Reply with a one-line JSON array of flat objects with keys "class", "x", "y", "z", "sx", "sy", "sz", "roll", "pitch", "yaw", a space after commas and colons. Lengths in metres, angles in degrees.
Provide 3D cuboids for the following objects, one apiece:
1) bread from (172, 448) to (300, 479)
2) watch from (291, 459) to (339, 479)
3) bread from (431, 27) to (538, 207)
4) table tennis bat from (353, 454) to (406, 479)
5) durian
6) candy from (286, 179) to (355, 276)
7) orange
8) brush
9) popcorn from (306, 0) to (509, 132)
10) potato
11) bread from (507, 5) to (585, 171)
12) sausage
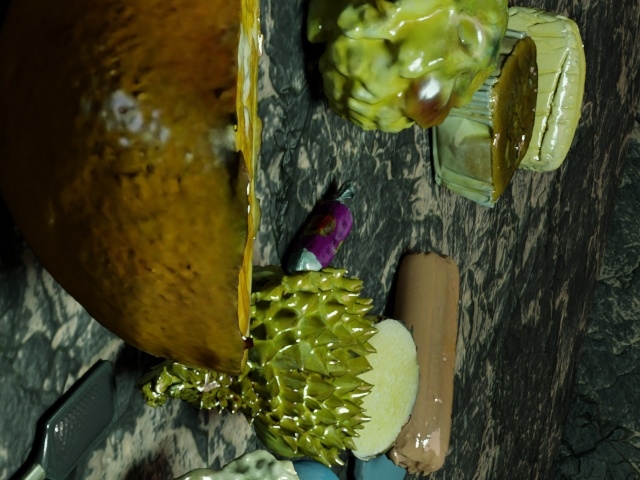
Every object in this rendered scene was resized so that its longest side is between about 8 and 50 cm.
[{"class": "bread", "x": -0.088, "y": 0.359, "z": 0.971, "sx": 0.315, "sy": 0.211, "sz": 0.270, "roll": -39, "pitch": 149, "yaw": -45}, {"class": "watch", "x": 0.032, "y": 0.342, "z": 1.321, "sx": 0.193, "sy": 0.211, "sz": 0.211, "roll": 9, "pitch": 92, "yaw": -51}, {"class": "bread", "x": 0.224, "y": -0.170, "z": 1.651, "sx": 0.192, "sy": 0.109, "sz": 0.210, "roll": -55, "pitch": 149, "yaw": -43}, {"class": "table tennis bat", "x": 0.080, "y": 0.281, "z": 1.614, "sx": 0.215, "sy": 0.044, "sz": 0.329, "roll": 70, "pitch": 35, "yaw": -54}, {"class": "durian", "x": -0.041, "y": 0.102, "z": 1.062, "sx": 0.306, "sy": 0.166, "sz": 0.172, "roll": 12, "pitch": 86, "yaw": -68}, {"class": "candy", "x": 0.000, "y": 0.000, "z": 1.273, "sx": 0.043, "sy": 0.045, "sz": 0.175, "roll": 51, "pitch": 47, "yaw": -20}, {"class": "orange", "x": -0.079, "y": -0.077, "z": 0.763, "sx": 0.310, "sy": 0.274, "sz": 0.274, "roll": 59, "pitch": 20, "yaw": 11}, {"class": "brush", "x": -0.197, "y": 0.160, "z": 0.892, "sx": 0.193, "sy": 0.016, "sz": 0.063, "roll": -50, "pitch": 143, "yaw": -52}, {"class": "popcorn", "x": 0.086, "y": -0.211, "z": 1.207, "sx": 0.218, "sy": 0.169, "sz": 0.189, "roll": -53, "pitch": 145, "yaw": -13}, {"class": "potato", "x": 0.042, "y": 0.159, "z": 1.408, "sx": 0.164, "sy": 0.081, "sz": 0.200, "roll": -59, "pitch": 150, "yaw": -22}, {"class": "bread", "x": 0.310, "y": -0.219, "z": 1.800, "sx": 0.106, "sy": 0.140, "sz": 0.236, "roll": -17, "pitch": 116, "yaw": -62}, {"class": "sausage", "x": 0.127, "y": 0.148, "z": 1.547, "sx": 0.086, "sy": 0.086, "sz": 0.289, "roll": 56, "pitch": 38, "yaw": -61}]
